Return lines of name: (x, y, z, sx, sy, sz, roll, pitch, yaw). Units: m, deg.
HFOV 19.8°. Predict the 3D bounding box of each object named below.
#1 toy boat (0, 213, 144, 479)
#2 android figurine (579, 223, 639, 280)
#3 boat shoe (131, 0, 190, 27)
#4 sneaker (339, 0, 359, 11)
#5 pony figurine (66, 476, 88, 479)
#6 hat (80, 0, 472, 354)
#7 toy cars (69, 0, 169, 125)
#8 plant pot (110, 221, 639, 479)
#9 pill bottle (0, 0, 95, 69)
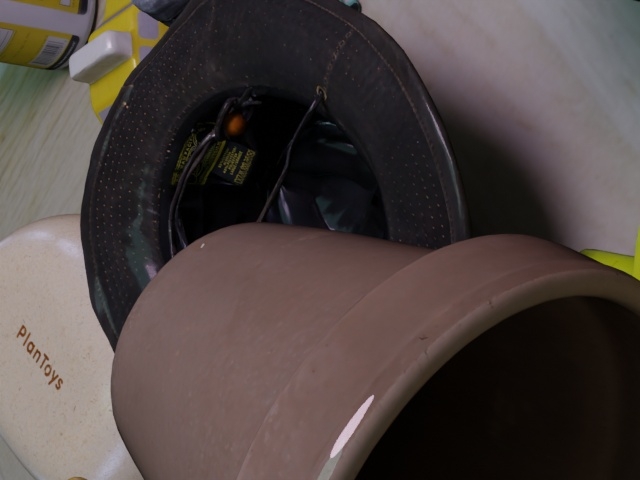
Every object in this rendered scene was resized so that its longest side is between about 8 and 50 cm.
toy boat: (-0.192, 0.137, 1.386, 0.318, 0.148, 0.267, -54, 51, 22)
android figurine: (0.219, 0.083, 0.916, 0.273, 0.056, 0.248, 16, 97, 54)
boat shoe: (-0.024, -0.266, 1.208, 0.301, 0.102, 0.108, -55, 33, 18)
sneaker: (-0.005, -0.167, 1.257, 0.069, 0.038, 0.098, -5, 72, 53)
pony figurine: (-0.039, 0.291, 1.051, 0.363, 0.303, 0.351, -6, 54, 38)
hat: (0.000, 0.000, 1.137, 0.331, 0.134, 0.331, -4, 84, 43)
toy cars: (-0.103, -0.225, 1.346, 0.176, 0.087, 0.394, 40, 116, 47)
plant pot: (0.017, 0.100, 0.904, 0.229, 0.263, 0.263, 28, 107, 46)
pill bottle: (-0.284, -0.201, 1.496, 0.103, 0.184, 0.103, -10, 77, 51)
